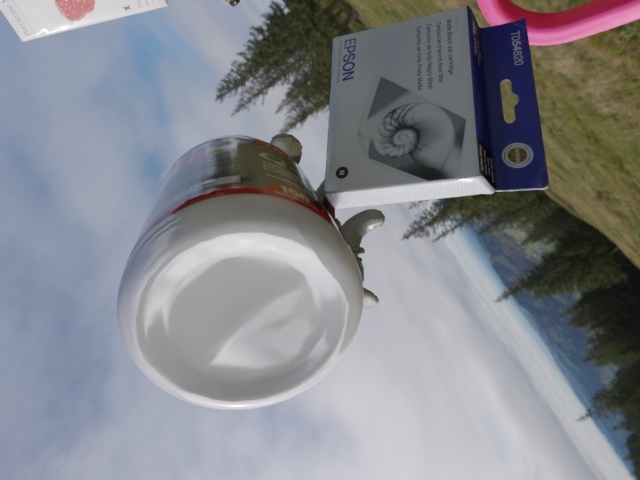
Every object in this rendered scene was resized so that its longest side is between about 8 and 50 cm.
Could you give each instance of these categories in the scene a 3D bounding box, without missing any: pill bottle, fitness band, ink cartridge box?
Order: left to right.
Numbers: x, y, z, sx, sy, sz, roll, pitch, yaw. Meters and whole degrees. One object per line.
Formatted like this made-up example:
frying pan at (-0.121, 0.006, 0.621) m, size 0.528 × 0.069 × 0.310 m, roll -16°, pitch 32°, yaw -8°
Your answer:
pill bottle at (-0.095, -0.007, 0.509) m, size 0.210 × 0.210 × 0.363 m, roll 44°, pitch -171°, yaw -26°
ink cartridge box at (0.118, -0.151, 0.469) m, size 0.045 × 0.223 × 0.224 m, roll 47°, pitch -137°, yaw -61°
fitness band at (0.319, -0.343, 0.497) m, size 0.209 × 0.290 × 0.054 m, roll 42°, pitch -116°, yaw -32°

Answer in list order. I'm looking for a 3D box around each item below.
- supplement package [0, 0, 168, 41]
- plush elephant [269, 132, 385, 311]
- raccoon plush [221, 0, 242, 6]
supplement package at (-0.473, -0.538, 0.820) m, size 0.178 × 0.292 × 0.176 m, roll 79°, pitch 172°, yaw -54°
plush elephant at (0.000, 0.000, 0.809) m, size 0.255 × 0.330 × 0.272 m, roll 26°, pitch 173°, yaw 35°
raccoon plush at (-0.244, -0.650, 0.820) m, size 0.299 × 0.216 × 0.447 m, roll -29°, pitch -101°, yaw -39°
